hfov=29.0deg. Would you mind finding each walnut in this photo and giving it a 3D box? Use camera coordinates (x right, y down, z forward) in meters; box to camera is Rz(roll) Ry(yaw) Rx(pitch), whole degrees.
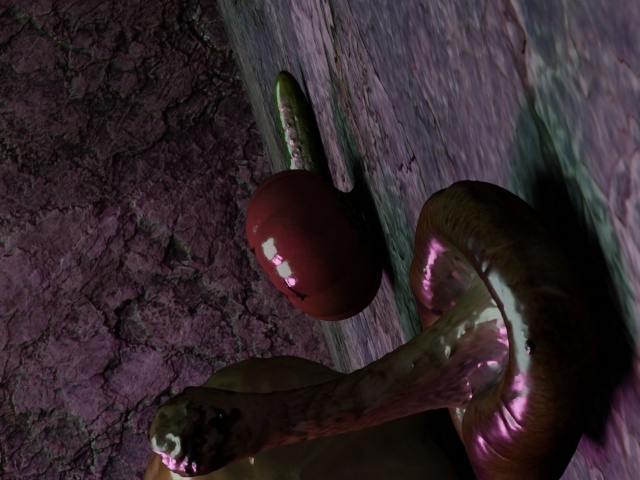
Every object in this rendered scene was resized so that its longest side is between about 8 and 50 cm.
[{"bbox_3d":[-0.002,0.284,1.217,0.381,0.381,0.381,163,90,-86],"label":"walnut"}]

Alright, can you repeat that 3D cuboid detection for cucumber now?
[{"bbox_3d":[-0.023,-0.117,1.702,0.056,0.056,0.250,-117,13,-68],"label":"cucumber"}]

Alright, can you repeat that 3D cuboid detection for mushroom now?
[{"bbox_3d":[0.023,0.077,0.631,0.227,0.217,0.148,78,173,-57],"label":"mushroom"}]

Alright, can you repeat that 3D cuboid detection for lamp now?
[{"bbox_3d":[0.000,0.000,1.370,0.182,0.140,0.182,56,-174,-8],"label":"lamp"}]
